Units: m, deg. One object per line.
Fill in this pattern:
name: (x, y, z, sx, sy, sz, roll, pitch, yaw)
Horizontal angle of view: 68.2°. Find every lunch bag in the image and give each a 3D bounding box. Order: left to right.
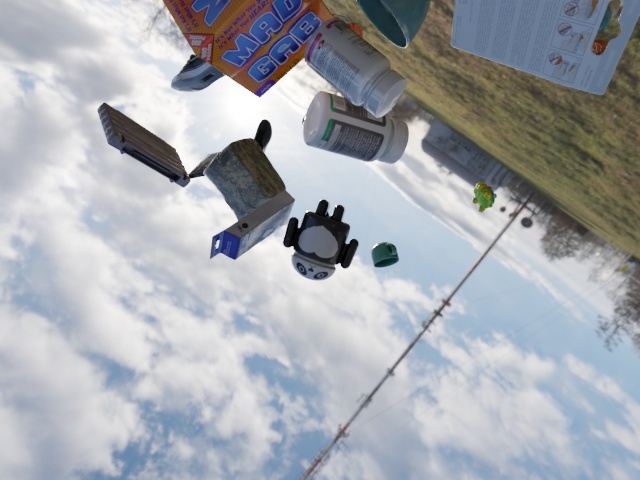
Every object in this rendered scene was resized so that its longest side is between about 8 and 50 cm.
lunch bag: (-0.339, -0.255, 2.028, 0.305, 0.256, 0.212, 55, -151, -3)

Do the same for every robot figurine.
robot figurine: (0.002, 0.001, 1.627, 0.173, 0.278, 0.209, 14, -172, -46)

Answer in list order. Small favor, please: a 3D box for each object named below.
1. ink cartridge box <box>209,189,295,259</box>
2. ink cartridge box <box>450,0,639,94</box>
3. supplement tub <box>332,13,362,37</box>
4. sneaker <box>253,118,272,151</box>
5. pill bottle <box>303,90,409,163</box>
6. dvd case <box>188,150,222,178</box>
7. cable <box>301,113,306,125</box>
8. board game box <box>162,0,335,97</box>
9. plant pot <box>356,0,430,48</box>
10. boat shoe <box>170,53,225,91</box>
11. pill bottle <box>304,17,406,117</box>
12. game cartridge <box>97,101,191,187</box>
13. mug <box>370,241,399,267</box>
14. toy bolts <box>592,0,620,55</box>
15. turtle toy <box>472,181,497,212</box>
ink cartridge box: (-0.237, -0.039, 1.665, 0.332, 0.165, 0.065, -37, -104, -30)
ink cartridge box: (0.475, -0.514, 1.008, 0.384, 0.091, 0.308, 31, 157, 26)
supplement tub: (0.015, -0.966, 2.239, 0.337, 0.207, 0.207, 20, -165, 22)
sneaker: (-0.306, -0.505, 2.373, 0.086, 0.226, 0.163, 15, -173, 3)
pill bottle: (0.134, -0.408, 1.762, 0.360, 0.204, 0.204, 11, -152, -23)
dvd case: (-0.527, -0.382, 2.335, 0.239, 0.179, 0.030, -68, -36, -53)
cable: (-0.004, -0.628, 2.329, 0.150, 0.184, 0.047, -20, -108, -44)
board game box: (-0.228, -0.738, 1.448, 0.356, 0.356, 0.356, 58, -163, 16)
plant pot: (0.275, -0.856, 1.655, 0.290, 0.195, 0.290, 46, -172, -8)
boat shoe: (-0.451, -0.652, 1.778, 0.113, 0.306, 0.105, 9, -106, -48)
pill bottle: (0.102, -0.498, 1.381, 0.283, 0.160, 0.160, 44, -157, 12)
game cartridge: (-0.661, -0.353, 1.783, 0.355, 0.068, 0.230, 34, -165, -53)
mug: (0.323, 0.060, 2.322, 0.129, 0.157, 0.098, 18, -127, -51)
toy bolts: (0.842, -0.661, 1.502, 0.218, 0.158, 0.228, 51, 177, 30)
turtle toy: (0.631, -0.176, 1.820, 0.066, 0.095, 0.130, -8, -131, -14)
